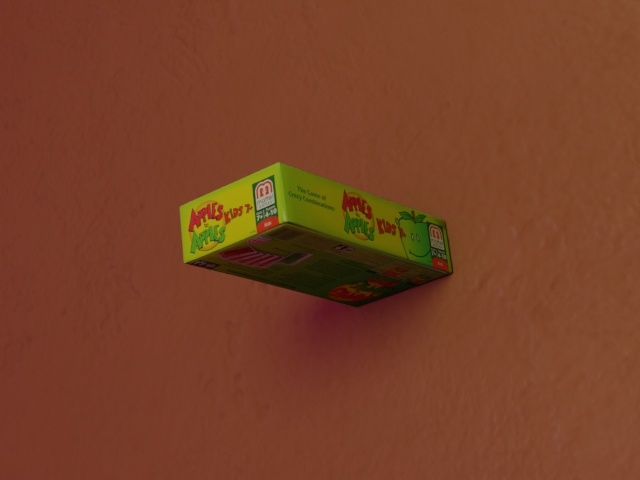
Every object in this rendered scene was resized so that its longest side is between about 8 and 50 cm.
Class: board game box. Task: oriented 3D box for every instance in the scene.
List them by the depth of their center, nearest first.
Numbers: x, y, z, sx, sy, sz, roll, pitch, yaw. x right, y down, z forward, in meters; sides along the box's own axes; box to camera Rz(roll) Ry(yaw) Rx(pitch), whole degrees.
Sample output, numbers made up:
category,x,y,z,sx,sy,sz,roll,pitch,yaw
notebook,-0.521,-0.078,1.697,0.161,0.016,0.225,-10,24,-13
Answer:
category,x,y,z,sx,sy,sz,roll,pitch,yaw
board game box,0.000,0.000,1.017,0.092,0.181,0.043,-21,65,36
